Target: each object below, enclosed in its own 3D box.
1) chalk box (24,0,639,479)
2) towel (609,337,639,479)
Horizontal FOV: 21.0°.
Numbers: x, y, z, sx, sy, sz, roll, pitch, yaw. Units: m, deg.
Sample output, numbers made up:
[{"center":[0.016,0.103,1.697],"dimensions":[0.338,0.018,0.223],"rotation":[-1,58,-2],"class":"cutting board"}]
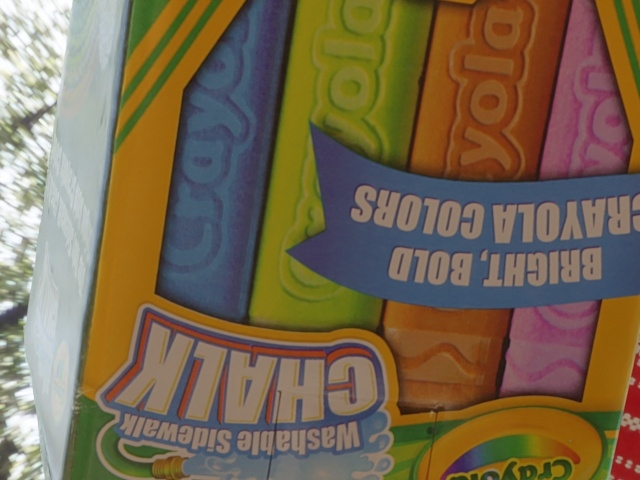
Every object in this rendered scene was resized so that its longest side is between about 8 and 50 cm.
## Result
[{"center":[0.000,0.000,0.590],"dimensions":[0.179,0.180,0.289],"rotation":[5,-74,-14],"class":"chalk box"},{"center":[0.075,0.099,0.755],"dimensions":[0.199,0.031,0.275],"rotation":[24,-90,34],"class":"towel"}]
